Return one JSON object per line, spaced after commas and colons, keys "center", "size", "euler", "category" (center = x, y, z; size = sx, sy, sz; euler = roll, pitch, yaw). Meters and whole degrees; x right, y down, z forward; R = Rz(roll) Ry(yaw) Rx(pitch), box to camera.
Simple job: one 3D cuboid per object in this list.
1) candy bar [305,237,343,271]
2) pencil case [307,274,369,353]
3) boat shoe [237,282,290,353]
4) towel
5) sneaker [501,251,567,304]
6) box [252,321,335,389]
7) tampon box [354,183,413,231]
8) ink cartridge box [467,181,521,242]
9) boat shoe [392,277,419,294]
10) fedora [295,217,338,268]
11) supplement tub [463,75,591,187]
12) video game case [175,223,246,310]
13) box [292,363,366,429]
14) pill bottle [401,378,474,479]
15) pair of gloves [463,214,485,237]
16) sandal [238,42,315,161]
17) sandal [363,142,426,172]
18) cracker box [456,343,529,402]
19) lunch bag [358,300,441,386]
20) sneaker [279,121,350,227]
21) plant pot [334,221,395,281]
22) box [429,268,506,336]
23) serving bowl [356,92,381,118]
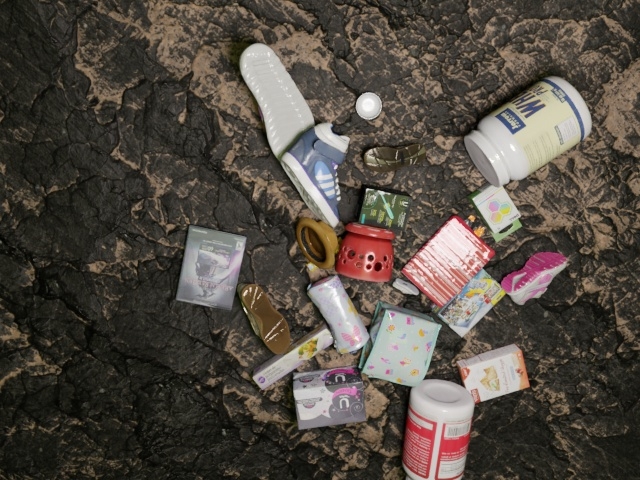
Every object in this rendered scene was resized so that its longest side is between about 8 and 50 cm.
{"center": [0.018, 0.052, 1.910], "size": [0.161, 0.018, 0.040], "euler": [-37, 100, 6], "category": "candy bar"}
{"center": [0.061, 0.253, 1.895], "size": [0.124, 0.113, 0.273], "euler": [-25, 95, 23], "category": "pencil case"}
{"center": [-0.197, 0.268, 1.925], "size": [0.104, 0.089, 0.285], "euler": [-32, 108, -22], "category": "boat shoe"}
{"center": [0.444, 0.072, 1.914], "size": [0.199, 0.031, 0.275], "euler": [43, 98, 2], "category": "towel"}
{"center": [0.758, 0.135, 1.942], "size": [0.252, 0.103, 0.111], "euler": [-31, 125, -3], "category": "sneaker"}
{"center": [-0.095, 0.412, 1.969], "size": [0.324, 0.067, 0.063], "euler": [-34, 102, 6], "category": "box"}
{"center": [0.209, -0.111, 1.838], "size": [0.161, 0.101, 0.120], "euler": [11, 104, -7], "category": "tampon box"}
{"center": [0.608, -0.096, 1.887], "size": [0.109, 0.062, 0.209], "euler": [-35, 104, 4], "category": "ink cartridge box"}
{"center": [0.301, 0.171, 1.953], "size": [0.100, 0.035, 0.035], "euler": [26, 128, -13], "category": "boat shoe"}
{"center": [0.000, 0.000, 1.847], "size": [0.079, 0.194, 0.194], "euler": [-33, 107, -34], "category": "fedora"}
{"center": [0.647, -0.338, 1.740], "size": [0.325, 0.235, 0.235], "euler": [-33, 104, 5], "category": "supplement tub"}
{"center": [-0.377, 0.095, 1.893], "size": [0.196, 0.026, 0.274], "euler": [12, 102, -6], "category": "video game case"}
{"center": [0.031, 0.558, 1.973], "size": [0.247, 0.142, 0.163], "euler": [-7, 105, -2], "category": "box"}
{"center": [0.417, 0.735, 1.998], "size": [0.229, 0.229, 0.407], "euler": [4, 104, -5], "category": "pill bottle"}
{"center": [0.530, -0.041, 1.923], "size": [0.083, 0.010, 0.074], "euler": [38, 99, -11], "category": "pair of gloves"}
{"center": [-0.132, -0.423, 1.740], "size": [0.169, 0.102, 0.416], "euler": [-30, 122, -15], "category": "sandal"}
{"center": [0.243, -0.281, 1.825], "size": [0.219, 0.060, 0.090], "euler": [-15, 111, -15], "category": "sandal"}
{"center": [0.637, 0.494, 2.034], "size": [0.232, 0.067, 0.155], "euler": [-18, 104, 1], "category": "cracker box"}
{"center": [0.273, 0.374, 1.936], "size": [0.223, 0.160, 0.262], "euler": [16, 97, -8], "category": "lunch bag"}
{"center": [0.036, -0.223, 1.787], "size": [0.236, 0.130, 0.323], "euler": [-42, 123, -11], "category": "sneaker"}
{"center": [0.155, 0.035, 1.831], "size": [0.191, 0.191, 0.174], "euler": [11, 95, -6], "category": "plant pot"}
{"center": [0.527, 0.210, 1.968], "size": [0.159, 0.044, 0.233], "euler": [41, 98, -12], "category": "box"}
{"center": [0.155, -0.438, 1.791], "size": [0.083, 0.027, 0.083], "euler": [-1, 104, -4], "category": "serving bowl"}
